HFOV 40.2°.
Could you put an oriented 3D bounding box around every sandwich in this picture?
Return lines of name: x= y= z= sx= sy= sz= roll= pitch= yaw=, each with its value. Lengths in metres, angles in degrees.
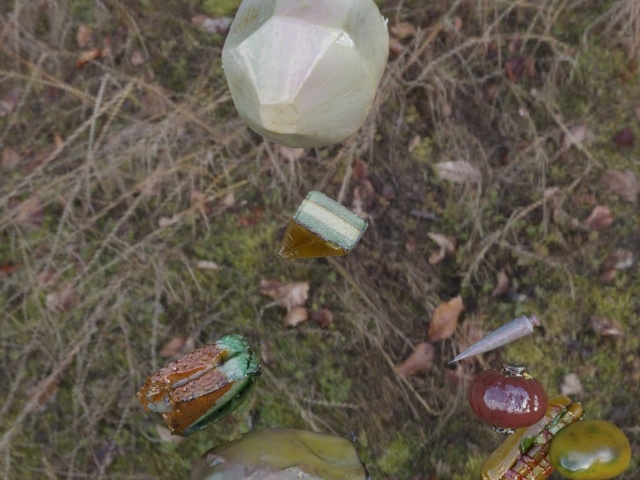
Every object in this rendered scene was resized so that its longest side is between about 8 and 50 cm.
sandwich: x=-0.240 y=0.281 z=1.673 sx=0.212 sy=0.292 sz=0.109 roll=-14 pitch=64 yaw=-22
sandwich: x=0.000 y=0.000 z=1.499 sx=0.113 sy=0.163 sz=0.079 roll=32 pitch=61 yaw=3

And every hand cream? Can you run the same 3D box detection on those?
hand cream: x=0.373 y=0.216 z=1.883 sx=0.210 sy=0.067 sz=0.043 roll=-30 pitch=82 yaw=19

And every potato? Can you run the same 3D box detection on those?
potato: x=-0.098 y=0.424 z=1.457 sx=0.237 sy=0.288 sz=0.301 roll=23 pitch=24 yaw=-21

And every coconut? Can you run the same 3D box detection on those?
coconut: x=-0.016 y=-0.226 z=1.137 sx=0.197 sy=0.237 sz=0.237 roll=6 pitch=54 yaw=12

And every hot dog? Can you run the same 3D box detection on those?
hot dog: x=0.376 y=0.354 z=1.503 sx=0.250 sy=0.076 sz=0.104 roll=-34 pitch=96 yaw=-25

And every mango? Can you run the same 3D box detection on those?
mango: x=0.431 y=0.340 z=1.419 sx=0.163 sy=0.089 sz=0.111 roll=4 pitch=10 yaw=-28

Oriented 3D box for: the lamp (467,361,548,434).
lamp: x=0.237 y=0.200 z=1.109 sx=0.101 sy=0.101 sz=0.090 roll=7 pitch=95 yaw=19
